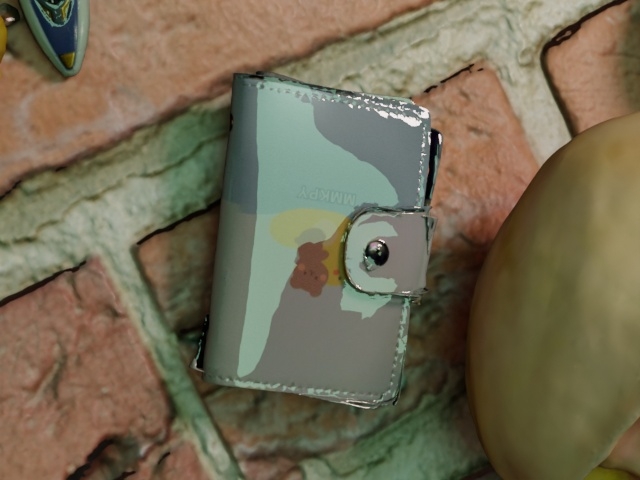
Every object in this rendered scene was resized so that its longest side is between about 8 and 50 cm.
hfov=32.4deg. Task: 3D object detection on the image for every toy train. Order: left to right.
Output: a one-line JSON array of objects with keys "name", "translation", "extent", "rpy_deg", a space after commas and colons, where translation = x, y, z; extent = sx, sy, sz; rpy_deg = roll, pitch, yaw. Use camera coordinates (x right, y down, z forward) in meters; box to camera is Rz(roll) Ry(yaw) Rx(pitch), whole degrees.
[{"name": "toy train", "translation": [-0.199, -0.239, 0.759], "extent": [0.055, 0.048, 0.252], "rpy_deg": [-15, 91, -18]}]

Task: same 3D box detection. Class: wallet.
[{"name": "wallet", "translation": [0.000, 0.000, 0.803], "extent": [0.170, 0.069, 0.231], "rpy_deg": [8, 89, -15]}]

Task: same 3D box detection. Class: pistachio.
[{"name": "pistachio", "translation": [0.229, 0.053, 0.798], "extent": [0.229, 0.230, 0.309], "rpy_deg": [20, 88, -18]}]

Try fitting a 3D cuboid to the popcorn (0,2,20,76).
[{"name": "popcorn", "translation": [-0.275, -0.151, 0.667], "extent": [0.140, 0.163, 0.194], "rpy_deg": [-25, 123, 3]}]
